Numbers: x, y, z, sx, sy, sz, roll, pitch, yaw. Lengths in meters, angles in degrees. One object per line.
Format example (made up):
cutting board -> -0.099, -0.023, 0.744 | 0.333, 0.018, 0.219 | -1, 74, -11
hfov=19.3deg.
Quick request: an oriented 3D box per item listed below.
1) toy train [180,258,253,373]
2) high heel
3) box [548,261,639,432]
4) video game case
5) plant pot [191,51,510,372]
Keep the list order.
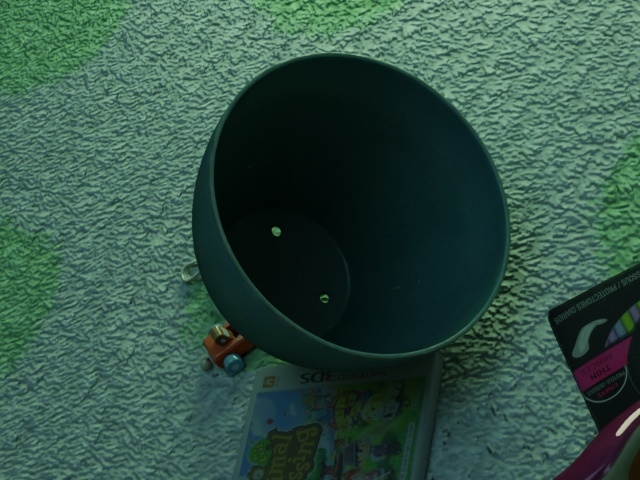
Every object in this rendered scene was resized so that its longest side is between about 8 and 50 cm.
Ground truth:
toy train -> -0.091, 0.048, 1.875 | 0.125, 0.046, 0.166 | -33, 45, 6
high heel -> 0.162, 0.190, 1.356 | 0.117, 0.082, 0.244 | 15, 57, 38
box -> 0.312, 0.148, 1.465 | 0.165, 0.143, 0.270 | -30, 46, 10
video game case -> 0.008, 0.201, 1.706 | 0.193, 0.023, 0.212 | -8, 53, 28
plant pot -> 0.000, 0.000, 1.723 | 0.195, 0.290, 0.290 | -42, 27, 57
